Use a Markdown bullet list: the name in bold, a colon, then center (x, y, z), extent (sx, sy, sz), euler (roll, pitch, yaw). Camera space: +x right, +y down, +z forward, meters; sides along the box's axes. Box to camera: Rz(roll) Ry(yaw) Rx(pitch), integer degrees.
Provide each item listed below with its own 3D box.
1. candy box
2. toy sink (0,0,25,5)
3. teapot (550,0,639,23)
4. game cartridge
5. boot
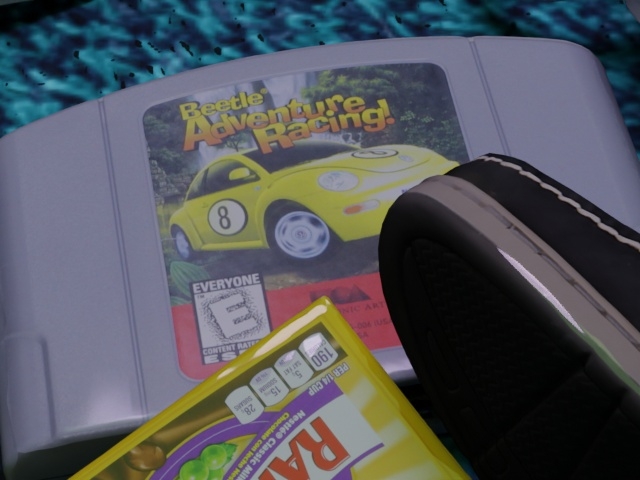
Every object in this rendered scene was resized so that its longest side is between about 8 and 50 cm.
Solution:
- **candy box**: center (-0.048, 0.120, 0.728), extent (0.206, 0.027, 0.105), euler (-36, 78, -12)
- **toy sink**: center (-0.160, -0.250, 0.918), extent (0.131, 0.234, 0.152), euler (-13, 51, -27)
- **teapot**: center (0.221, -0.128, 0.854), extent (0.253, 0.187, 0.256), euler (10, 28, -25)
- **game cartridge**: center (0.000, 0.000, 0.842), extent (0.294, 0.060, 0.196), euler (-10, 48, -5)
- **boot**: center (0.236, 0.048, 0.712), extent (0.377, 0.138, 0.284), euler (40, 63, 16)
